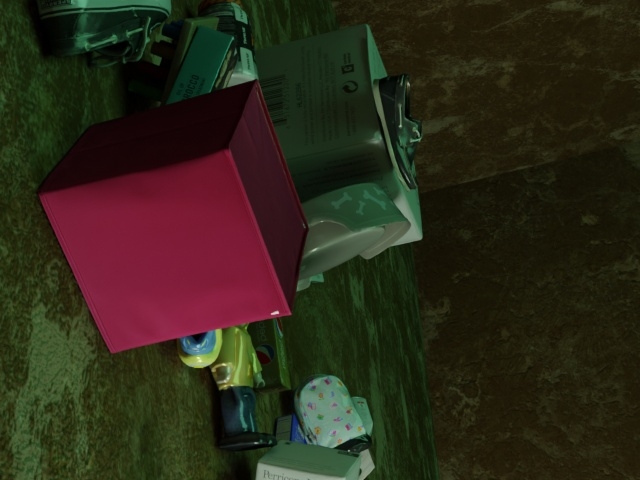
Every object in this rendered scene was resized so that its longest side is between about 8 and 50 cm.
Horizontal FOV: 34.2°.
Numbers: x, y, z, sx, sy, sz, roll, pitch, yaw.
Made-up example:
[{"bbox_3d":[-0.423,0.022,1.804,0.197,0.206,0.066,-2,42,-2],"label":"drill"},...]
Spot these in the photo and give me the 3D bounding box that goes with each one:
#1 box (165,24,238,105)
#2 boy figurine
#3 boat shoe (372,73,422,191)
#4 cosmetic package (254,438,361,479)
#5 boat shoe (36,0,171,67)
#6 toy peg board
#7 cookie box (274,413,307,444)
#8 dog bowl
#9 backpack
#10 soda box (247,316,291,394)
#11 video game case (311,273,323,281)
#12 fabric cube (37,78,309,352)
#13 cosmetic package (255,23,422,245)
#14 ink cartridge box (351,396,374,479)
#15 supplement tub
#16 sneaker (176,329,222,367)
[{"bbox_3d":[-0.205,-0.208,1.651,0.100,0.060,0.244,89,22,-78],"label":"box"},{"bbox_3d":[-0.135,0.212,1.763,0.177,0.092,0.285,42,40,-65],"label":"boy figurine"},{"bbox_3d":[0.164,-0.211,2.047,0.084,0.079,0.233,-43,120,-77],"label":"boat shoe"},{"bbox_3d":[-0.027,0.447,1.734,0.151,0.151,0.183,-18,115,-77],"label":"cosmetic package"},{"bbox_3d":[-0.301,-0.309,1.518,0.306,0.113,0.105,-42,125,-73],"label":"boat shoe"},{"bbox_3d":[-0.244,-0.296,1.700,0.161,0.079,0.160,-57,166,-73],"label":"toy peg board"},{"bbox_3d":[-0.058,0.406,2.012,0.107,0.040,0.092,-85,159,-54],"label":"cookie box"},{"bbox_3d":[0.000,0.000,2.046,0.102,0.349,0.349,65,10,12],"label":"dog bowl"},{"bbox_3d":[0.015,0.362,2.125,0.182,0.152,0.115,65,-27,12],"label":"backpack"},{"bbox_3d":[-0.102,0.199,1.991,0.061,0.058,0.181,49,31,-65],"label":"soda box"},{"bbox_3d":[-0.029,0.027,2.586,0.143,0.019,0.157,15,62,-76],"label":"video game case"},{"bbox_3d":[-0.183,-0.038,1.417,0.259,0.258,0.254,-79,153,-62],"label":"fabric cube"},{"bbox_3d":[0.012,-0.200,2.290,0.393,0.327,0.329,60,22,-55],"label":"cosmetic package"},{"bbox_3d":[0.072,0.452,2.253,0.045,0.145,0.179,9,42,-32],"label":"ink cartridge box"},{"bbox_3d":[-0.190,-0.384,2.072,0.117,0.117,0.190,46,33,-67],"label":"supplement tub"},{"bbox_3d":[-0.187,0.070,1.603,0.126,0.091,0.240,106,-23,-72],"label":"sneaker"}]
